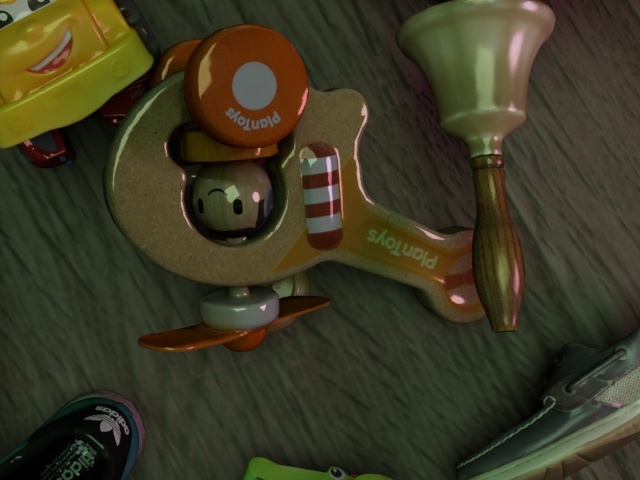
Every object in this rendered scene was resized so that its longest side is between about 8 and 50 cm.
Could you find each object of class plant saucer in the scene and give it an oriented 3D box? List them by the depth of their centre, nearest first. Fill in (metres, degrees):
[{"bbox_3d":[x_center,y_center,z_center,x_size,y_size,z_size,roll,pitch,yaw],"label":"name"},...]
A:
[{"bbox_3d":[-0.050,0.040,0.765,0.084,0.015,0.083,0,85,-5],"label":"plant saucer"}]

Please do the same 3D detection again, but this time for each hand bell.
[{"bbox_3d":[0.129,-0.050,0.683,0.126,0.126,0.241,-2,81,-5],"label":"hand bell"}]

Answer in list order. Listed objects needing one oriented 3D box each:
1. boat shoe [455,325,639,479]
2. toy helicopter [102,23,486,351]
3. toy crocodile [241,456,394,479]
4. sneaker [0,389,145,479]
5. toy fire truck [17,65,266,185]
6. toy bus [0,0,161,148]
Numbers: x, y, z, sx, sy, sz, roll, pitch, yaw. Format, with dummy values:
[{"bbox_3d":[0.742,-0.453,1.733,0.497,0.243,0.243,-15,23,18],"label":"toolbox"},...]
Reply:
[{"bbox_3d":[0.233,0.128,0.744,0.285,0.103,0.092,-30,65,3],"label":"boat shoe"},{"bbox_3d":[0.000,0.000,0.694,0.355,0.140,0.234,22,87,-26],"label":"toy helicopter"},{"bbox_3d":[0.092,0.257,0.717,0.341,0.105,0.115,18,119,2],"label":"toy crocodile"},{"bbox_3d":[-0.257,0.243,0.679,0.108,0.121,0.302,38,84,0],"label":"sneaker"},{"bbox_3d":[-0.155,-0.090,0.752,0.192,0.047,0.135,-25,89,-5],"label":"toy fire truck"},{"bbox_3d":[-0.233,-0.200,0.636,0.149,0.220,0.211,-29,128,-8],"label":"toy bus"}]
